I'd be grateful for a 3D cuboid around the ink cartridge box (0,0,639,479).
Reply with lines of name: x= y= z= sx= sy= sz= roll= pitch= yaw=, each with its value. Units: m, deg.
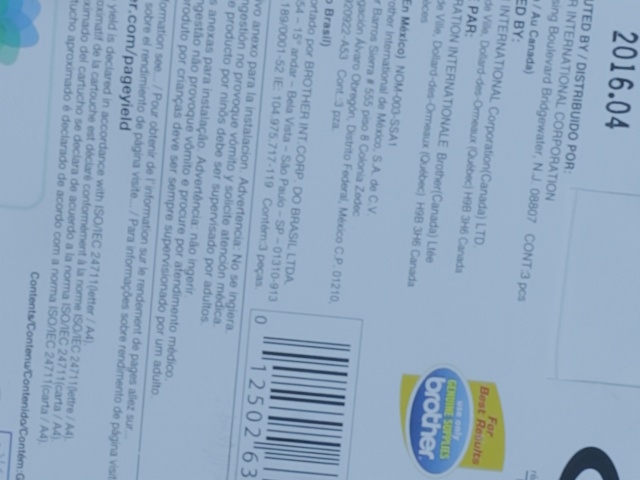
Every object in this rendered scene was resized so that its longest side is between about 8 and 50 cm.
ink cartridge box: x=0.000 y=0.000 z=0.700 sx=0.395 sy=0.151 sz=0.270 roll=6 pitch=99 yaw=1
